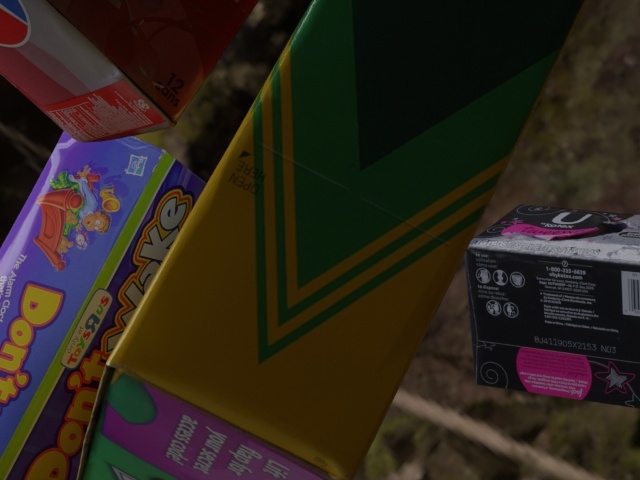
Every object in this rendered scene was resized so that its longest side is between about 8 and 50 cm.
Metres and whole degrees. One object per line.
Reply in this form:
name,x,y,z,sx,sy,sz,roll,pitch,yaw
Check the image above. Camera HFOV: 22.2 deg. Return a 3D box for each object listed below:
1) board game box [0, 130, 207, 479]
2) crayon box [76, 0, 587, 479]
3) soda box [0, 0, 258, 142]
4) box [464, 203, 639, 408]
board game box,-0.145,0.129,1.010,0.347,0.078,0.233,-63,-32,-7
crayon box,0.000,0.000,0.772,0.313,0.106,0.363,-61,-1,-24
soda box,-0.145,-0.157,0.647,0.083,0.263,0.092,-8,45,52
box,0.290,0.063,1.655,0.142,0.247,0.163,-33,-58,-52
